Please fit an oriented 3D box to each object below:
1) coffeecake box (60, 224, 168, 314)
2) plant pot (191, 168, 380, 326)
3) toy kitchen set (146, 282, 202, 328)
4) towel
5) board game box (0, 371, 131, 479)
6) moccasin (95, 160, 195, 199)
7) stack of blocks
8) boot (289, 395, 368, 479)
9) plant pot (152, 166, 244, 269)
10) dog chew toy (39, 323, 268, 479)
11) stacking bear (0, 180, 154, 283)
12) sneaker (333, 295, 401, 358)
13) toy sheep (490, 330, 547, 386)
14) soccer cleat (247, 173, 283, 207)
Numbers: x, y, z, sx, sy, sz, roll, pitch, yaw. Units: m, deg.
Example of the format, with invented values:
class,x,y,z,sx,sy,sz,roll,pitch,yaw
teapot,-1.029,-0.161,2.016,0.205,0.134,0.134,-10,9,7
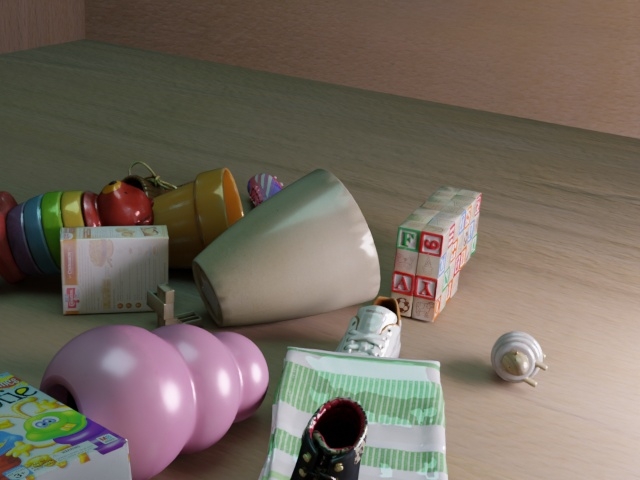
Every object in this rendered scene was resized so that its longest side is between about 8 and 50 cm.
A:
class,x,y,z,sx,sy,sz,roll,pitch,yaw
coffeecake box,-0.365,0.051,1.717,0.185,0.142,0.068,-1,21,-13
plant pot,-0.076,0.042,1.705,0.274,0.257,0.256,-24,31,-20
toy kitchen set,-0.253,0.107,1.673,0.075,0.083,0.068,-12,27,-34
towel,0.047,0.266,1.297,0.247,0.038,0.325,5,34,2
board game box,-0.352,0.272,1.116,0.144,0.142,0.275,-17,21,-42
moccasin,-0.382,-0.081,2.040,0.380,0.147,0.139,-13,27,-37
stack of blocks,0.226,0.018,1.860,0.087,0.171,0.297,12,22,19
boot,-0.016,0.300,1.063,0.085,0.179,0.236,19,38,14
plant pot,-0.254,-0.025,1.886,0.187,0.205,0.205,-11,21,4
dog chew toy,-0.205,0.203,1.303,0.206,0.207,0.331,23,21,40
stacking bear,-0.450,-0.029,1.782,0.288,0.164,0.175,-14,21,2
sneaker,0.059,0.173,1.512,0.105,0.123,0.290,11,24,13
toy sheep,0.320,0.189,1.569,0.091,0.091,0.132,7,8,7
soccer cleat,-0.121,-0.090,2.206,0.095,0.083,0.248,-14,30,-27
